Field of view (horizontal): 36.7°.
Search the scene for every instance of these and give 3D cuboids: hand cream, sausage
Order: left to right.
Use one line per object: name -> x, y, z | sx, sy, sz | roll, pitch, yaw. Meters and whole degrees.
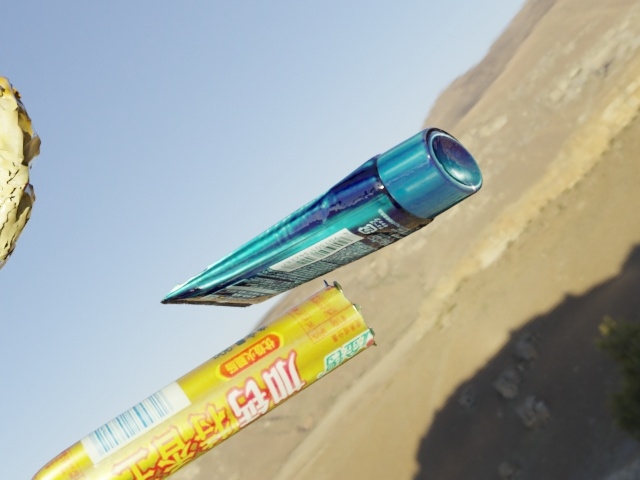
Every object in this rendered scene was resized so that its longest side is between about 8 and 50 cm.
sausage -> -0.121, 0.158, 0.864 | 0.372, 0.082, 0.082 | -32, -7, -16
hand cream -> 0.000, 0.000, 0.786 | 0.270, 0.061, 0.120 | -32, -20, 28

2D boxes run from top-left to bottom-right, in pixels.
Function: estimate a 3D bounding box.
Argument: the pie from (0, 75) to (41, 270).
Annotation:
pie -> -0.353, -0.048, 0.689 | 0.308, 0.308, 0.085 | -48, 12, 34
